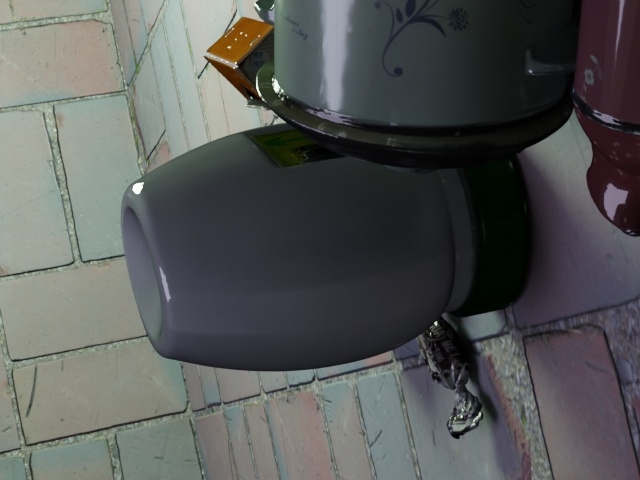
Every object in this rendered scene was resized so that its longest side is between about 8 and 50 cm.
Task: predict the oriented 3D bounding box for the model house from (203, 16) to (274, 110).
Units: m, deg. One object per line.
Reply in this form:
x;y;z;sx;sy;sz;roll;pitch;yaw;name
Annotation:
-0.066;-0.218;1.837;0.219;0.136;0.207;-141;45;-66;model house

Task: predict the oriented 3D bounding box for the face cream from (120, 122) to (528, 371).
0.000;0.000;1.345;0.312;0.357;0.219;-135;38;-63;face cream

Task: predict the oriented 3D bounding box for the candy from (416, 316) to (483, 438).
0.133;0.114;1.531;0.094;0.051;0.226;87;168;-60;candy

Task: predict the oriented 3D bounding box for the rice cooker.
0.085;-0.196;1.127;0.317;0.264;0.316;13;118;26;rice cooker

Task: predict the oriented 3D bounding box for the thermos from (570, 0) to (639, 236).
0.224;-0.164;0.928;0.136;0.110;0.330;-123;28;-53;thermos
